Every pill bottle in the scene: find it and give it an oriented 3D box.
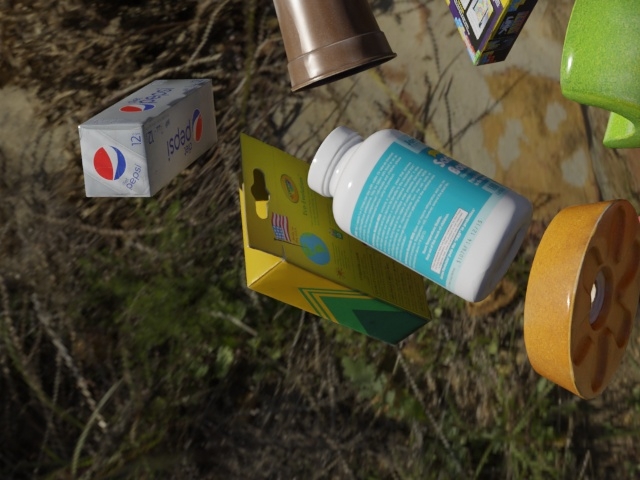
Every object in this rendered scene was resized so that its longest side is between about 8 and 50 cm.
[{"bbox_3d":[0.118,-0.044,1.376,0.264,0.146,0.146,30,115,16],"label":"pill bottle"}]

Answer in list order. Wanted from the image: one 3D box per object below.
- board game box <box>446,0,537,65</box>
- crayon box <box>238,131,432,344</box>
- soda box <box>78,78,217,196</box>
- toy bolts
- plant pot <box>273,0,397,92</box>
[{"bbox_3d":[0.199,-0.325,1.361,0.048,0.141,0.170,-12,68,-18],"label":"board game box"},{"bbox_3d":[0.000,0.000,1.517,0.319,0.202,0.081,25,132,-34],"label":"crayon box"},{"bbox_3d":[-0.225,-0.143,1.494,0.091,0.286,0.098,1,110,12],"label":"soda box"},{"bbox_3d":[0.225,-0.009,0.569,0.159,0.228,0.218,10,84,32],"label":"toy bolts"},{"bbox_3d":[0.008,-0.321,1.633,0.167,0.167,0.165,-18,94,19],"label":"plant pot"}]
